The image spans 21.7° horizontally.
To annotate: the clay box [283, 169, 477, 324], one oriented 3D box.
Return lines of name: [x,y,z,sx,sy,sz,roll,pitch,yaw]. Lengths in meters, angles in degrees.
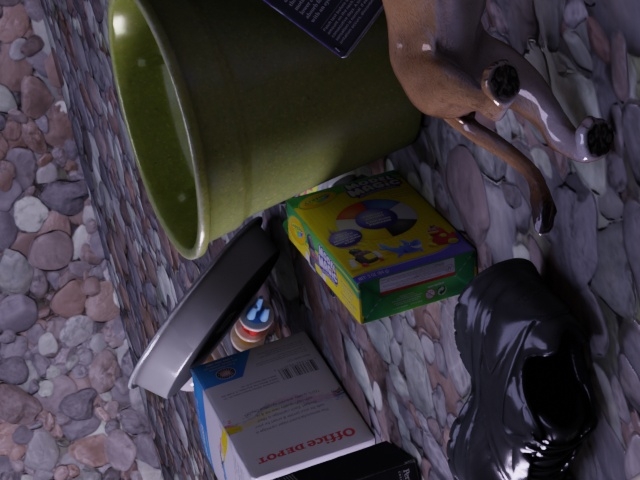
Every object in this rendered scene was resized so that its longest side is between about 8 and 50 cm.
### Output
clay box: [0.052,-0.004,1.684,0.222,0.127,0.053,-131,29,-54]

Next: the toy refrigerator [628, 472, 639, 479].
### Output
toy refrigerator: [0.278,0.201,1.193,0.269,0.094,0.102,117,135,-66]

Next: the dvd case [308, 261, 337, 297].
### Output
dvd case: [0.000,0.000,2.069,0.087,0.013,0.119,-129,28,-53]

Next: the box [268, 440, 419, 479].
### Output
box: [0.043,0.398,2.010,0.103,0.184,0.261,-153,48,-71]

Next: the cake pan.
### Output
cake pan: [-0.150,0.098,2.261,0.054,0.293,0.293,37,157,4]

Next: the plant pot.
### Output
plant pot: [-0.048,-0.147,1.650,0.276,0.254,0.276,164,90,-73]

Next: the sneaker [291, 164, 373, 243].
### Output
sneaker: [0.011,-0.063,1.876,0.208,0.081,0.094,123,136,-61]

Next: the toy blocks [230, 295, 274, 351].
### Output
toy blocks: [-0.085,0.149,2.426,0.148,0.054,0.123,115,137,-66]

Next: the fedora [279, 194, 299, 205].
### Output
fedora: [-0.107,-0.163,2.046,0.243,0.124,0.275,109,143,-55]

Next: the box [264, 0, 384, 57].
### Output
box: [-0.035,-0.269,1.462,0.207,0.108,0.153,35,-171,-11]

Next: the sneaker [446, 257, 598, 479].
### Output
sneaker: [0.183,0.162,1.466,0.130,0.109,0.286,42,147,51]

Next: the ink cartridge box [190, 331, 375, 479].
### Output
ink cartridge box: [-0.048,0.272,2.210,0.232,0.171,0.168,-124,24,-48]

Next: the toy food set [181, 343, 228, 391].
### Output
toy food set: [-0.135,0.286,2.558,0.306,0.092,0.220,56,172,46]

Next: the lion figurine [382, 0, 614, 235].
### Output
lion figurine: [0.093,-0.209,1.300,0.240,0.142,0.392,17,116,57]
